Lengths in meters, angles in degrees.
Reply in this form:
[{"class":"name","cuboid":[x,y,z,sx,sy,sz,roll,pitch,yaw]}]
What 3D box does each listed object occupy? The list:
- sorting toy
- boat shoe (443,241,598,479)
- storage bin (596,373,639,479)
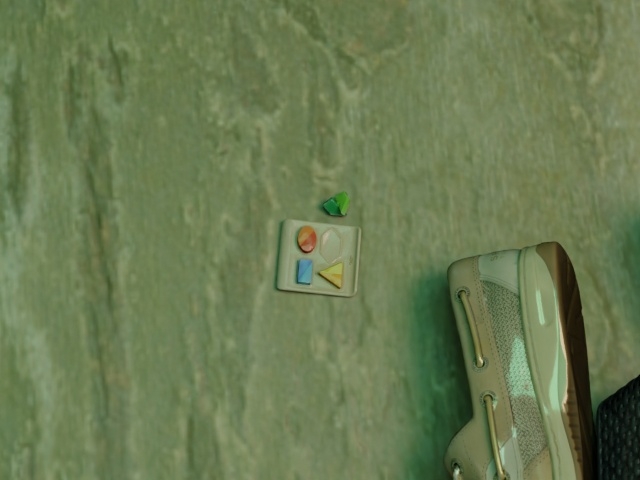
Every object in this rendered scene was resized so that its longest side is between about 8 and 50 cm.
[{"class":"sorting toy","cuboid":[0.000,0.000,1.013,0.062,0.012,0.083,5,72,-1]},{"class":"boat shoe","cuboid":[0.141,0.152,0.932,0.098,0.109,0.302,-9,73,19]},{"class":"storage bin","cuboid":[0.261,0.179,0.893,0.122,0.084,0.180,21,50,-17]}]
